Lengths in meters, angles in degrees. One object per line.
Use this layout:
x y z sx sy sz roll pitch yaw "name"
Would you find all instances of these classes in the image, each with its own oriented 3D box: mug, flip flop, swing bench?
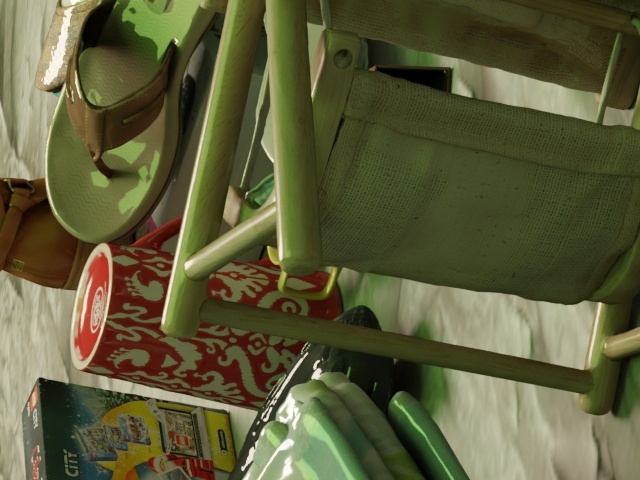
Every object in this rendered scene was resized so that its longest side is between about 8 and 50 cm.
0.000 -0.004 1.377 0.078 0.064 0.062 122 150 -44 "mug"
-0.145 -0.128 1.481 0.080 0.112 0.277 -17 -45 -64 "flip flop"
-0.087 0.051 1.424 0.150 0.169 0.113 -105 33 -48 "mug"
0.077 -0.068 0.969 0.165 0.253 0.255 151 128 -62 "swing bench"

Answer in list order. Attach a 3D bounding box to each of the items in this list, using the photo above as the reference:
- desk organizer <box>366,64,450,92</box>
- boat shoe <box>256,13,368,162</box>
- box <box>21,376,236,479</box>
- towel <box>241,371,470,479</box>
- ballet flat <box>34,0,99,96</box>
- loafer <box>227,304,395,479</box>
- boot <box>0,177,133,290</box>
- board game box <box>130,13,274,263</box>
0.051 -0.053 1.304 0.050 0.047 0.130 -26 56 61 "desk organizer"
0.007 -0.116 1.410 0.079 0.081 0.227 -30 39 24 "boat shoe"
-0.135 0.210 1.473 0.233 0.159 0.044 -103 33 -47 "box"
0.021 0.296 0.986 0.320 0.090 0.374 -57 47 30 "towel"
-0.121 -0.237 1.552 0.316 0.106 0.107 -34 24 12 "ballet flat"
-0.009 0.134 1.330 0.078 0.076 0.223 -82 17 -48 "loafer"
-0.238 -0.034 1.606 0.197 0.152 0.073 -117 43 -56 "boot"
-0.114 -0.098 1.667 0.303 0.097 0.224 -119 46 -59 "board game box"
